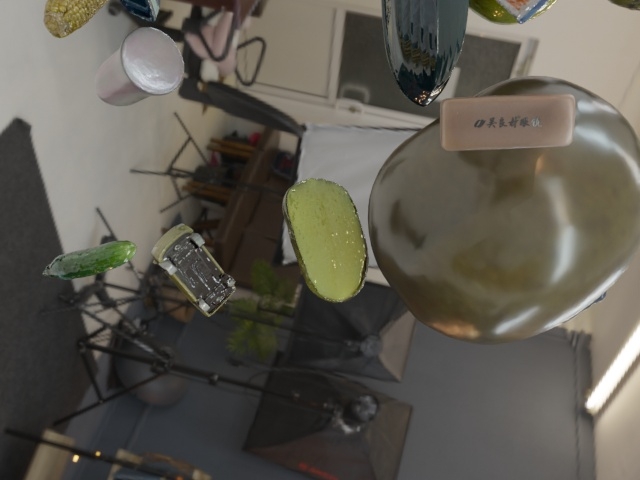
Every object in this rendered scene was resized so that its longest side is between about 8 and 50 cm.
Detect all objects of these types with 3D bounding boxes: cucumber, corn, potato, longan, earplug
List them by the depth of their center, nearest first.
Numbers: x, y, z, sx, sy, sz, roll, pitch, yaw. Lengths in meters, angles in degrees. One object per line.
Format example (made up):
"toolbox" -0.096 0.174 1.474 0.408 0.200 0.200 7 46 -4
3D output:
"cucumber" -0.299 0.029 0.885 0.037 0.155 0.037 45 37 -51
"longan" 0.240 -0.043 0.915 0.361 0.361 0.361 13 90 -84
"potato" 0.000 0.000 1.498 0.111 0.160 0.271 -7 -76 62
"corn" -0.620 -0.633 1.813 0.119 0.119 0.322 96 4 -48
"earplug" -0.507 -0.430 1.850 0.301 0.172 0.172 -9 -121 51

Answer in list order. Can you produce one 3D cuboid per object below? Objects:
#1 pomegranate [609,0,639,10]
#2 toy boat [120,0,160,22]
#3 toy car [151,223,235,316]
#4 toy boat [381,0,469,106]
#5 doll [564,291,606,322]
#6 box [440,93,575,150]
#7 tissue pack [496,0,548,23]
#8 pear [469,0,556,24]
"pomegranate" 0.611 -0.530 1.259 0.248 0.214 0.214 11 -93 66
"toy boat" -0.430 -0.598 1.593 0.299 0.096 0.062 97 17 -81
"toy car" -0.282 0.054 1.486 0.101 0.124 0.256 -47 144 -15
"toy boat" 0.138 -0.330 0.948 0.122 0.114 0.296 -118 -157 -66
"doll" 0.558 0.138 1.508 0.125 0.037 0.027 -38 169 22
"box" 0.164 -0.104 0.615 0.025 0.115 0.048 -76 165 -77
"tissue pack" 0.233 -0.305 0.684 0.155 0.065 0.115 -41 -156 37
"pear" 0.292 -0.407 0.986 0.166 0.216 0.180 -11 83 -74
